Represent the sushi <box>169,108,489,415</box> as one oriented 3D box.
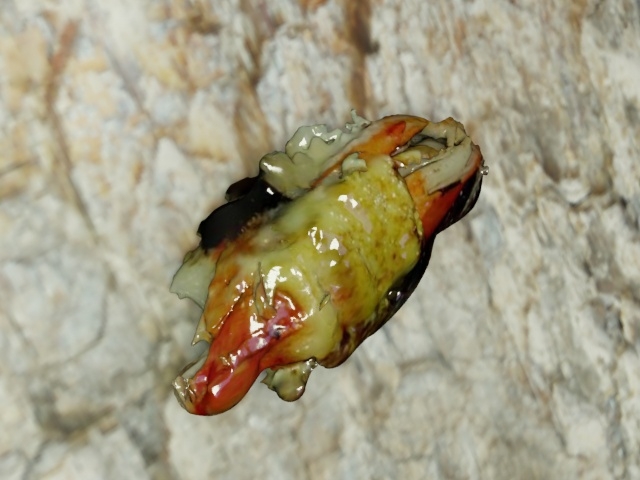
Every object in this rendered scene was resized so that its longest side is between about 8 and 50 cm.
[{"bbox_3d":[-0.003,-0.002,0.594,0.226,0.103,0.097,-47,139,-30],"label":"sushi"}]
